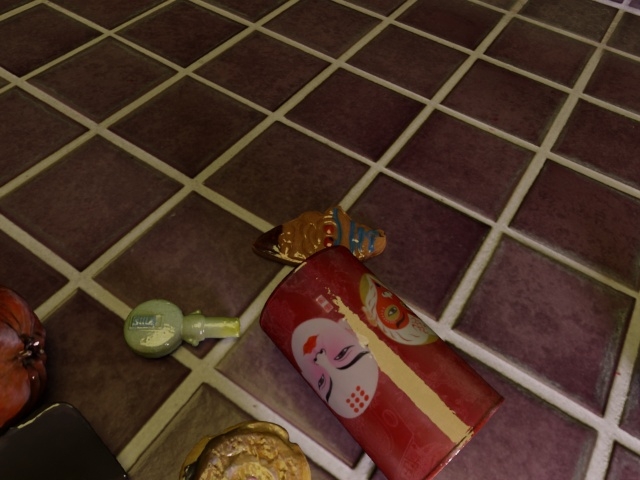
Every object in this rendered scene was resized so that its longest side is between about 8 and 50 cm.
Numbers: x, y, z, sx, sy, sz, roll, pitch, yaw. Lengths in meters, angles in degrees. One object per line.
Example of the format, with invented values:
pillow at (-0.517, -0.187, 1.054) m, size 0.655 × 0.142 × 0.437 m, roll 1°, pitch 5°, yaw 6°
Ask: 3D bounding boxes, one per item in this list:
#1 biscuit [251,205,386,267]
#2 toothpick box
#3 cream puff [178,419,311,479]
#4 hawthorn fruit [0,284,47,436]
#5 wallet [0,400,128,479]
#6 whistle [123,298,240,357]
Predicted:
biscuit at (0.000, 0.000, 0.970) m, size 0.280 × 0.043 × 0.183 m, roll 0°, pitch 50°, yaw -8°
toothpick box at (0.083, 0.189, 0.730) m, size 0.204 × 0.204 × 0.333 m, roll -33°, pitch 61°, yaw -25°
cream puff at (-0.106, 0.348, 0.642) m, size 0.189 × 0.129 × 0.189 m, roll 7°, pitch 47°, yaw -8°
hawthorn fruit at (-0.548, 0.178, 0.671) m, size 0.271 × 0.242 × 0.242 m, roll -6°, pitch 54°, yaw -10°
wallet at (-0.436, 0.364, 0.621) m, size 0.309 × 0.042 × 0.165 m, roll -37°, pitch 97°, yaw -25°
whistle at (-0.241, 0.151, 0.822) m, size 0.198 × 0.057 × 0.104 m, roll 0°, pitch 54°, yaw -3°
